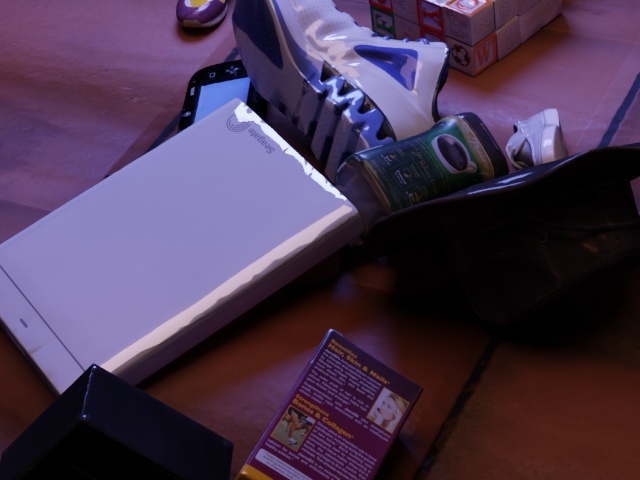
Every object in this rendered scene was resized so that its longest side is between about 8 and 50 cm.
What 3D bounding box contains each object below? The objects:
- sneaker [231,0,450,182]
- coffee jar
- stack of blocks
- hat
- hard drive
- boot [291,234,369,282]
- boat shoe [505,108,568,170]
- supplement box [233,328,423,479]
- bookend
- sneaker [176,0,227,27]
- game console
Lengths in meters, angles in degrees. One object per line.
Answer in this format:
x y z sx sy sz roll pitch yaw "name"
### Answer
0.042 -0.196 1.914 0.182 0.127 0.315 -20 64 -30 "sneaker"
0.111 -0.069 1.769 0.184 0.079 0.096 -23 76 -35 "coffee jar"
0.222 -0.336 2.093 0.171 0.087 0.297 28 52 36 "stack of blocks"
0.217 0.006 1.633 0.331 0.331 0.134 -16 84 -9 "hat"
-0.164 0.011 1.727 0.353 0.047 0.233 -33 52 -16 "hard drive"
0.000 0.000 1.774 0.118 0.042 0.087 -17 34 -11 "boot"
0.231 -0.100 1.801 0.063 0.066 0.184 -14 22 11 "boat shoe"
0.001 0.186 1.486 0.104 0.081 0.188 32 48 2 "supplement box"
-0.189 0.212 1.509 0.157 0.156 0.072 -42 26 32 "bookend"
-0.145 -0.352 2.183 0.069 0.084 0.185 5 41 16 "sneaker"
-0.134 -0.098 1.910 0.213 0.044 0.361 -3 39 7 "game console"
